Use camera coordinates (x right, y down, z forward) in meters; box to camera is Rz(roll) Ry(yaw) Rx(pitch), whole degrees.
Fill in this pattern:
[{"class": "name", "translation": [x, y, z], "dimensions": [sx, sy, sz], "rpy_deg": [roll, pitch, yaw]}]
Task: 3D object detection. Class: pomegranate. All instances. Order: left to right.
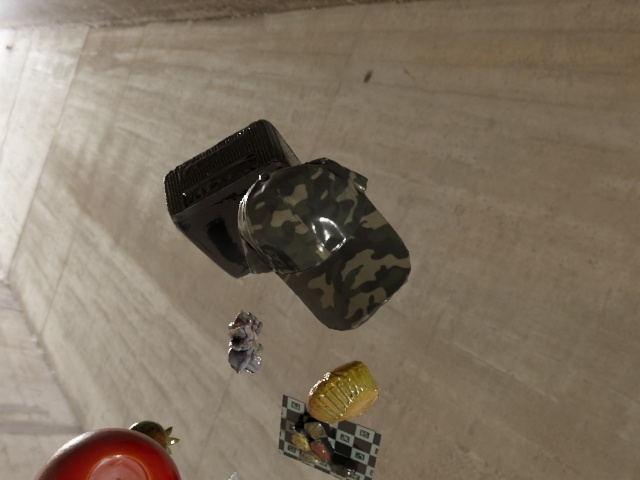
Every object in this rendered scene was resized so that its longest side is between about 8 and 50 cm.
[{"class": "pomegranate", "translation": [-0.524, 0.638, 1.830], "dimensions": [0.156, 0.156, 0.220], "rpy_deg": [24, -172, 37]}]

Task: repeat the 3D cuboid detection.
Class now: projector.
[{"class": "projector", "translation": [-0.223, -0.122, 1.841], "dimensions": [0.405, 0.395, 0.242], "rpy_deg": [51, -165, -49]}]

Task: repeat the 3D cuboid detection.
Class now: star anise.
[{"class": "star anise", "translation": [-0.230, 0.311, 1.803], "dimensions": [0.093, 0.229, 0.236], "rpy_deg": [0, 139, 8]}]

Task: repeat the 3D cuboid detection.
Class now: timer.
[{"class": "timer", "translation": [-0.536, 0.665, 1.477], "dimensions": [0.378, 0.279, 0.378], "rpy_deg": [21, -139, -19]}]

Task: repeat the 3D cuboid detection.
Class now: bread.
[{"class": "bread", "translation": [0.065, 0.482, 1.829], "dimensions": [0.139, 0.240, 0.240], "rpy_deg": [52, -161, 26]}]

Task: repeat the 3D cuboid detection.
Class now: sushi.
[{"class": "sushi", "translation": [0.010, 0.714, 1.992], "dimensions": [0.359, 0.343, 0.064], "rpy_deg": [18, -142, 15]}]

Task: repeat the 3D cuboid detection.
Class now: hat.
[{"class": "hat", "translation": [0.000, 0.000, 1.333], "dimensions": [0.257, 0.366, 0.381], "rpy_deg": [41, -175, -41]}]

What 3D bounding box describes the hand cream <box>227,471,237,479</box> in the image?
[{"class": "hand cream", "translation": [-0.343, 0.850, 1.908], "dimensions": [0.038, 0.216, 0.052], "rpy_deg": [44, 143, 0]}]
